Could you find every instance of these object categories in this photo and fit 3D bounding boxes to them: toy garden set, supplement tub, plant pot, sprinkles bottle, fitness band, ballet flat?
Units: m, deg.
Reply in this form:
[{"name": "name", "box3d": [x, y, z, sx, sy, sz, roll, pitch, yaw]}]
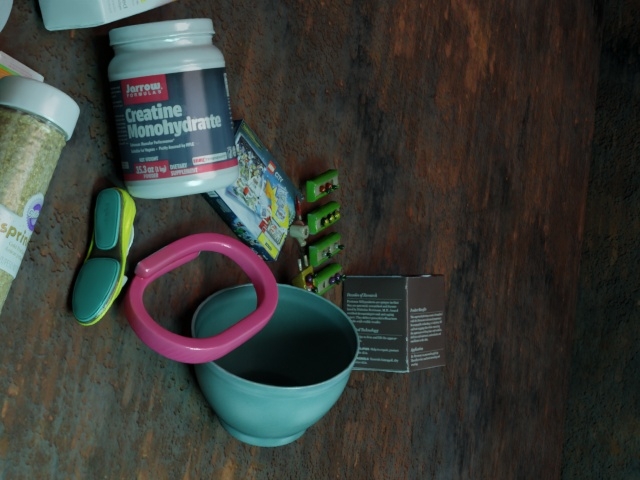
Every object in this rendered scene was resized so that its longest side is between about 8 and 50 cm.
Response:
[{"name": "toy garden set", "box3d": [0.000, 0.000, 2.171, 0.204, 0.049, 0.244, -32, 124, -58]}, {"name": "supplement tub", "box3d": [-0.241, -0.213, 1.765, 0.191, 0.191, 0.272, -19, 104, -53]}, {"name": "plant pot", "box3d": [-0.090, 0.238, 1.923, 0.293, 0.293, 0.196, -37, 144, -49]}, {"name": "sprinkles bottle", "box3d": [-0.448, -0.047, 1.501, 0.121, 0.121, 0.355, 35, 67, -49]}, {"name": "fitness band", "box3d": [-0.198, 0.095, 1.829, 0.209, 0.054, 0.291, 46, 42, 11]}, {"name": "ballet flat", "box3d": [-0.335, 0.030, 1.733, 0.077, 0.077, 0.231, 46, 49, -65]}]

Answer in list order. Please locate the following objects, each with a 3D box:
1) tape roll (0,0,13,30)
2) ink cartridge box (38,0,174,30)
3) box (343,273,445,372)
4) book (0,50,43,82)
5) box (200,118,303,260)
[{"name": "tape roll", "box3d": [-0.525, -0.360, 1.472, 0.219, 0.072, 0.219, 3, 86, -54]}, {"name": "ink cartridge box", "box3d": [-0.313, -0.473, 1.709, 0.306, 0.131, 0.226, -36, 121, -52]}, {"name": "box", "box3d": [0.160, 0.175, 2.339, 0.168, 0.167, 0.203, 2, 87, -54]}, {"name": "book", "box3d": [-0.461, -0.191, 1.592, 0.096, 0.035, 0.144, 29, 67, -52]}, {"name": "box", "box3d": [-0.130, -0.091, 2.044, 0.233, 0.044, 0.159, 52, 49, -40]}]
